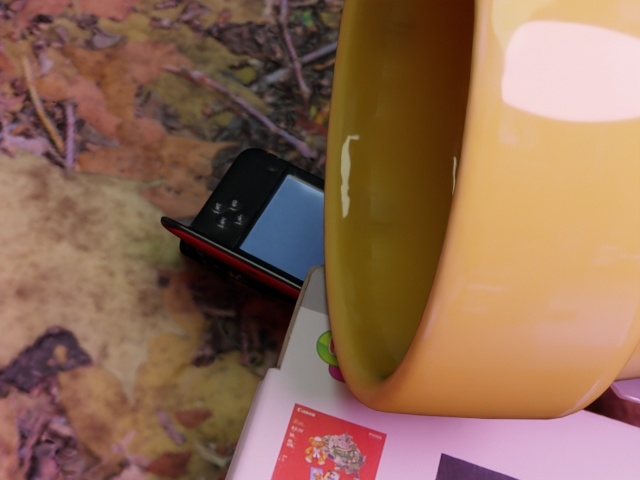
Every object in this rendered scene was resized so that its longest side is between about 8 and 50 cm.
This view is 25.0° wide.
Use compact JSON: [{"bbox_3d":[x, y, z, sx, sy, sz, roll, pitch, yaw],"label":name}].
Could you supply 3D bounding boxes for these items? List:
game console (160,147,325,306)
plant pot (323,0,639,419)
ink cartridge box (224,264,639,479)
[{"bbox_3d":[0.000,0.000,0.780,0.144,0.085,0.124,27,55,6],"label":"game console"},{"bbox_3d":[0.141,-0.048,0.600,0.239,0.254,0.254,5,56,-11],"label":"plant pot"},{"bbox_3d":[0.093,0.187,0.648,0.309,0.130,0.272,19,52,0],"label":"ink cartridge box"}]
